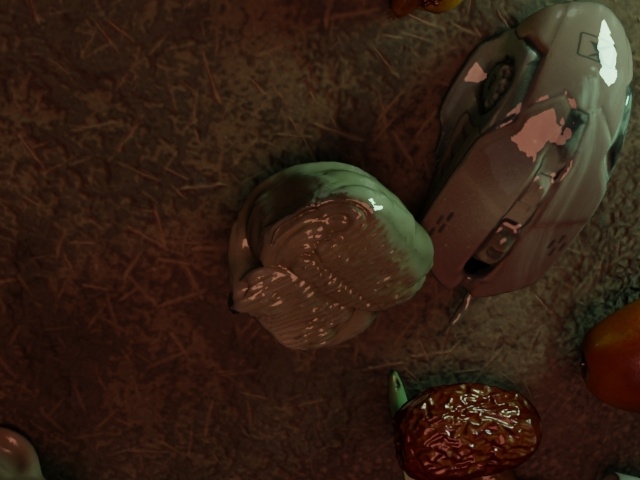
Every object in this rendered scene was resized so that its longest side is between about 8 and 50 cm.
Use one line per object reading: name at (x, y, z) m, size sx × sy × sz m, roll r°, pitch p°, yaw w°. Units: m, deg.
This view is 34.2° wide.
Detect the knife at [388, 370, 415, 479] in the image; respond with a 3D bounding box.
knife at (0.108, 0.246, 1.272) m, size 0.030 × 0.014 × 0.207 m, roll -14°, pitch 115°, yaw -7°

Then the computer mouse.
computer mouse at (0.210, -0.065, 1.099) m, size 0.200 × 0.115 × 0.389 m, roll 19°, pitch 109°, yaw -10°

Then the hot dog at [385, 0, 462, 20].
hot dog at (0.137, -0.316, 0.997) m, size 0.102 × 0.076 × 0.249 m, roll 24°, pitch 112°, yaw -18°

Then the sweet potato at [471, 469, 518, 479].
sweet potato at (0.257, 0.329, 1.302) m, size 0.218 × 0.051 × 0.065 m, roll 32°, pitch 104°, yaw -17°

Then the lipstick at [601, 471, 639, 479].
lipstick at (0.512, 0.372, 1.310) m, size 0.327 × 0.087 × 0.087 m, roll 15°, pitch 110°, yaw -5°

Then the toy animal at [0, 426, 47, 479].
toy animal at (-0.410, 0.378, 1.167) m, size 0.326 × 0.269 × 0.237 m, roll -4°, pitch 117°, yaw 31°

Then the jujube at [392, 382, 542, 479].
jujube at (0.172, 0.225, 1.223) m, size 0.176 × 0.109 × 0.112 m, roll -6°, pitch 146°, yaw -15°

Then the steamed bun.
steamed bun at (-0.002, 0.001, 1.090) m, size 0.211 × 0.144 × 0.218 m, roll -31°, pitch 142°, yaw 19°

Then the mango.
mango at (0.438, 0.108, 1.192) m, size 0.289 × 0.129 × 0.146 m, roll -27°, pitch 112°, yaw -4°
